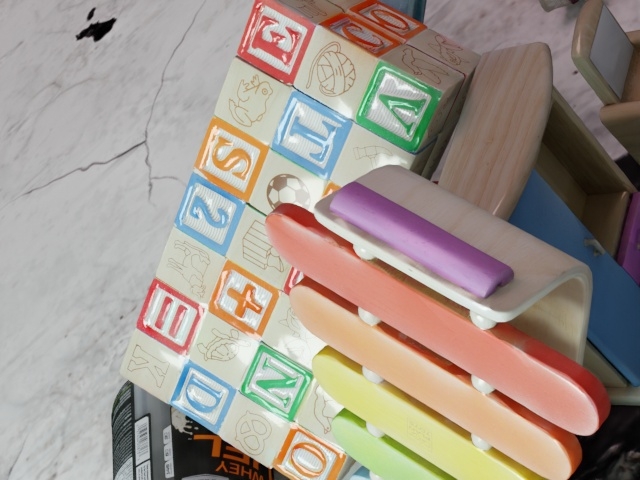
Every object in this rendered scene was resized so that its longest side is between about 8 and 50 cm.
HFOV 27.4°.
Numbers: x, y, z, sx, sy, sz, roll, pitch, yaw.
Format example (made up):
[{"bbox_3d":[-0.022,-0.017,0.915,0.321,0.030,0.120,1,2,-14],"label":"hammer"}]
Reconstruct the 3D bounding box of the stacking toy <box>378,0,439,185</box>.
[{"bbox_3d":[0.050,-0.126,1.000,0.130,0.308,0.279,8,29,6],"label":"stacking toy"}]

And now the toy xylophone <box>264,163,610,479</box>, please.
[{"bbox_3d":[0.093,0.099,0.705,0.236,0.322,0.081,25,53,36],"label":"toy xylophone"}]

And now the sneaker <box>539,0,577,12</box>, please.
[{"bbox_3d":[0.185,-0.263,1.102,0.084,0.069,0.185,-32,39,11],"label":"sneaker"}]

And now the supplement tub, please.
[{"bbox_3d":[-0.089,0.186,0.929,0.117,0.117,0.190,-32,40,19],"label":"supplement tub"}]

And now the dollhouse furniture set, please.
[{"bbox_3d":[0.261,-0.054,0.738,0.303,0.198,0.286,-5,54,41],"label":"dollhouse furniture set"}]

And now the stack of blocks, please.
[{"bbox_3d":[0.000,0.000,0.852,0.087,0.171,0.297,-40,-24,-59],"label":"stack of blocks"}]
